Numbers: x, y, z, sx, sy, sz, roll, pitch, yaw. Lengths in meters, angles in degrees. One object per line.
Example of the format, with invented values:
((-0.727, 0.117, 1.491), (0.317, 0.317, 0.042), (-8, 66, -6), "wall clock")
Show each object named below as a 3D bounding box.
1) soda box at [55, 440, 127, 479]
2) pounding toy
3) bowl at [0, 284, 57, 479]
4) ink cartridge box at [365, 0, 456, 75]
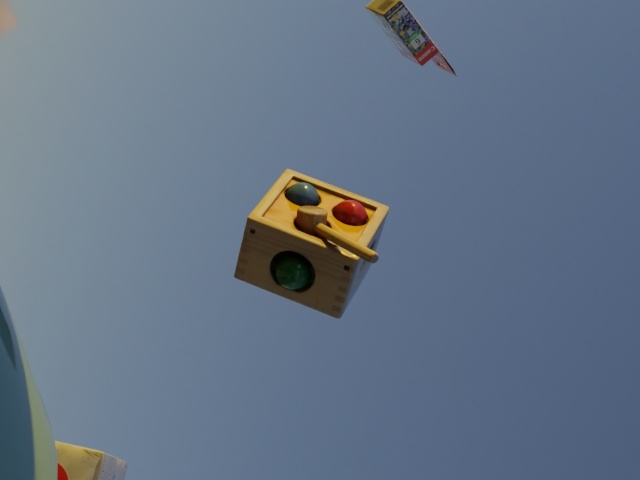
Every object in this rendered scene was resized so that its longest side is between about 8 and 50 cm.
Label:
((-0.264, 0.257, 1.229), (0.286, 0.098, 0.091), (108, -7, -77), "soda box")
((0.000, 0.000, 1.124), (0.141, 0.130, 0.100), (-56, 164, -56), "pounding toy")
((-0.241, 0.115, 0.520), (0.311, 0.163, 0.311), (-16, -136, 17), "bowl")
((0.103, -0.226, 1.359), (0.029, 0.115, 0.063), (-41, -154, 0), "ink cartridge box")
